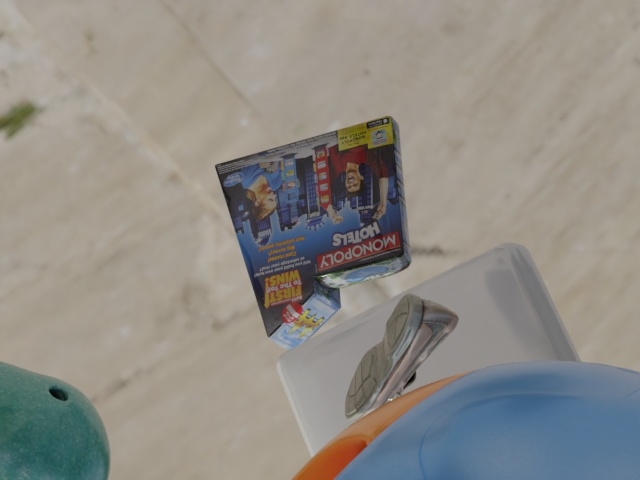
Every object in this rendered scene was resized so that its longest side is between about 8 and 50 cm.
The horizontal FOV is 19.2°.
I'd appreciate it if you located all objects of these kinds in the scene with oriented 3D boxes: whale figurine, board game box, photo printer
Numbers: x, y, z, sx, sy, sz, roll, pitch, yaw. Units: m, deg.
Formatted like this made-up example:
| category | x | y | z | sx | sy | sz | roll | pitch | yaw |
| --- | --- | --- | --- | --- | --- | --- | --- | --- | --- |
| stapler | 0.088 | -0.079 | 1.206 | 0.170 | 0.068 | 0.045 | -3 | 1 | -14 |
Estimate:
| category | x | y | z | sx | sy | sz | roll | pitch | yaw |
| --- | --- | --- | --- | --- | --- | --- | --- | --- | --- |
| whale figurine | -0.305 | 0.154 | 1.708 | 0.141 | 0.272 | 0.216 | -53 | 167 | 23 |
| board game box | 0.000 | 0.000 | 1.814 | 0.194 | 0.194 | 0.060 | -14 | 157 | 24 |
| photo printer | 0.126 | 0.190 | 1.647 | 0.256 | 0.307 | 0.107 | -26 | 158 | 11 |

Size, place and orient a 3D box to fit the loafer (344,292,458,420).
| category | x | y | z | sx | sy | sz | roll | pitch | yaw |
| --- | --- | --- | --- | --- | --- | --- | --- | --- | --- |
| loafer | 0.054 | 0.086 | 1.286 | 0.039 | 0.045 | 0.125 | 14 | 136 | -15 |

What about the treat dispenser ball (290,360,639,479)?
| category | x | y | z | sx | sy | sz | roll | pitch | yaw |
| --- | --- | --- | --- | --- | --- | --- | --- | --- | --- |
| treat dispenser ball | 0.097 | 0.193 | 0.789 | 0.288 | 0.288 | 0.288 | -33 | 154 | -18 |
